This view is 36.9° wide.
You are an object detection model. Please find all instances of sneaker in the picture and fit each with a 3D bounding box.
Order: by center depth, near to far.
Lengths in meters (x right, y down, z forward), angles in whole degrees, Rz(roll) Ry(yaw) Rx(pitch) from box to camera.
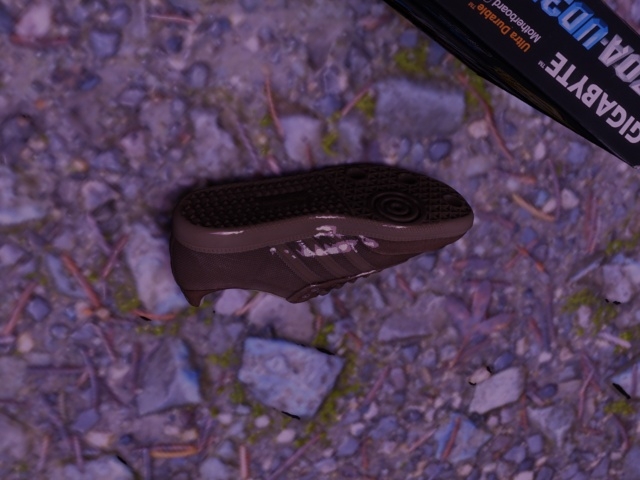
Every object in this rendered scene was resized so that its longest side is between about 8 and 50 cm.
[{"bbox_3d":[0.000,0.000,0.592,0.188,0.066,0.071,-2,130,-16],"label":"sneaker"}]

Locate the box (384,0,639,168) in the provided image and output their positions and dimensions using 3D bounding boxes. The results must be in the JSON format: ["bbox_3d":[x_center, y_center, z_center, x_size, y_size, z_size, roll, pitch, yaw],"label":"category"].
[{"bbox_3d":[0.061,-0.136,0.482,0.220,0.175,0.051,30,101,-30],"label":"box"}]
